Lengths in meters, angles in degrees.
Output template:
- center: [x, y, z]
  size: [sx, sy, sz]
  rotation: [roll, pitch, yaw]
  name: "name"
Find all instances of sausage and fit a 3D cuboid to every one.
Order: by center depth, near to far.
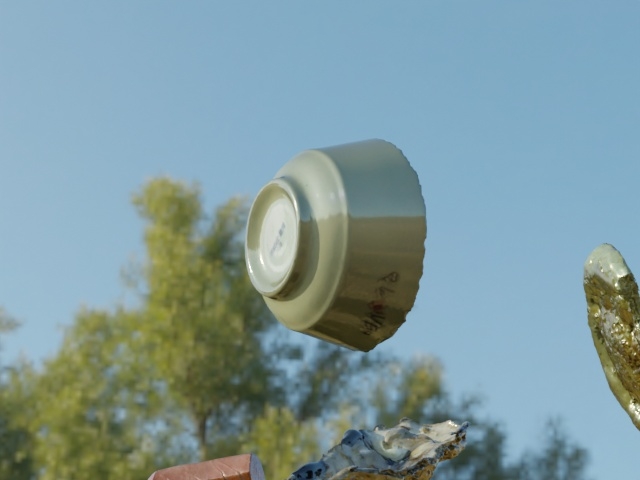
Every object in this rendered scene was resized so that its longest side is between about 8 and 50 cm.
- center: [-0.162, 0.329, 1.873]
  size: [0.169, 0.065, 0.065]
  rotation: [-12, -29, 16]
  name: "sausage"

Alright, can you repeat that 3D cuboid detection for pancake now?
- center: [0.350, 0.126, 1.558]
  size: [0.037, 0.254, 0.253]
  rotation: [-21, -26, -5]
  name: "pancake"

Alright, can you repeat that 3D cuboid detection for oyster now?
- center: [0.052, 0.253, 1.542]
  size: [0.128, 0.079, 0.345]
  rotation: [10, 13, 31]
  name: "oyster"

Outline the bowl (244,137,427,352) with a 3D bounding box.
- center: [0.000, 0.000, 1.344]
  size: [0.112, 0.211, 0.211]
  rotation: [6, -25, -29]
  name: "bowl"
